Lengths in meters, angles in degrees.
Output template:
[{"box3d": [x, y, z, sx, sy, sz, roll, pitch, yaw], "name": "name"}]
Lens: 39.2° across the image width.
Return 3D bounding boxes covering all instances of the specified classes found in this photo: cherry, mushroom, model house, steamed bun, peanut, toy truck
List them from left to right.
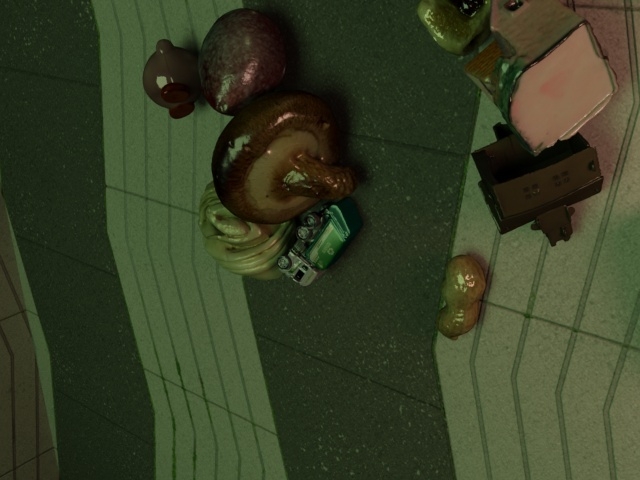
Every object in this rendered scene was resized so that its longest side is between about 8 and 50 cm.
[{"box3d": [-0.191, -0.418, 2.141, 0.203, 0.300, 0.230, 29, 148, -29], "name": "cherry"}, {"box3d": [-0.211, -0.029, 2.372, 0.276, 0.203, 0.289, 2, 111, 44], "name": "steamed bun"}, {"box3d": [-0.102, -0.190, 2.121, 0.239, 0.345, 0.345, -144, 42, -67], "name": "mushroom"}, {"box3d": [0.000, 0.000, 2.231, 0.124, 0.114, 0.253, 40, 122, 11], "name": "toy truck"}, {"box3d": [0.313, 0.134, 2.021, 0.104, 0.085, 0.228, 35, 132, 41], "name": "peanut"}, {"box3d": [0.286, -0.452, 1.730, 0.155, 0.172, 0.141, -41, 89, 28], "name": "steamed bun"}, {"box3d": [0.360, -0.323, 1.598, 0.202, 0.237, 0.237, -41, 52, 10], "name": "model house"}, {"box3d": [0.425, -0.103, 1.748, 0.204, 0.211, 0.243, -103, -13, -51], "name": "model house"}]

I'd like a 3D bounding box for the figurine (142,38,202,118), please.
[{"box3d": [-0.391, -0.433, 2.388, 0.173, 0.173, 0.173, 21, 123, 37], "name": "figurine"}]
